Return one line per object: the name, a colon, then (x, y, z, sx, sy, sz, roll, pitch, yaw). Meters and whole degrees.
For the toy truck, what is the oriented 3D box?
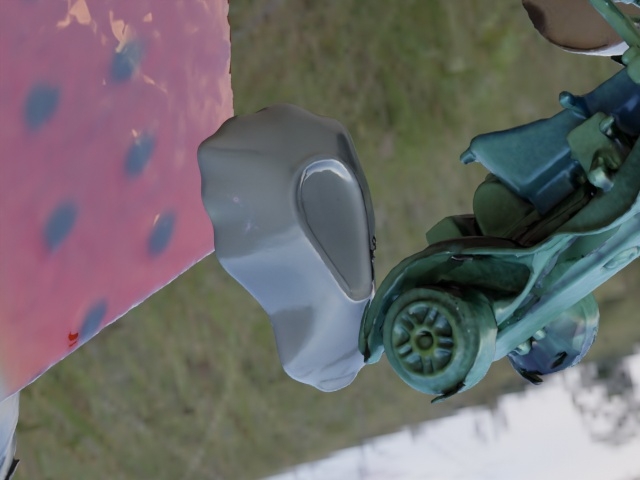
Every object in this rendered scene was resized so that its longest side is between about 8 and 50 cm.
toy truck: (0.074, -0.022, 0.535, 0.154, 0.078, 0.080, -40, 161, 29)

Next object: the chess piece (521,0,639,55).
chess piece: (0.278, -0.147, 1.164, 0.307, 0.124, 0.139, 5, 157, -30)

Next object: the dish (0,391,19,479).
dish: (-0.289, 0.162, 1.390, 0.260, 0.085, 0.260, -33, -153, 20)

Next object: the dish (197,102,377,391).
dish: (0.000, 0.000, 0.910, 0.091, 0.137, 0.039, -15, 178, -36)

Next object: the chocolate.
chocolate: (-0.190, -0.098, 1.011, 0.161, 0.360, 0.341, 15, -148, 28)
